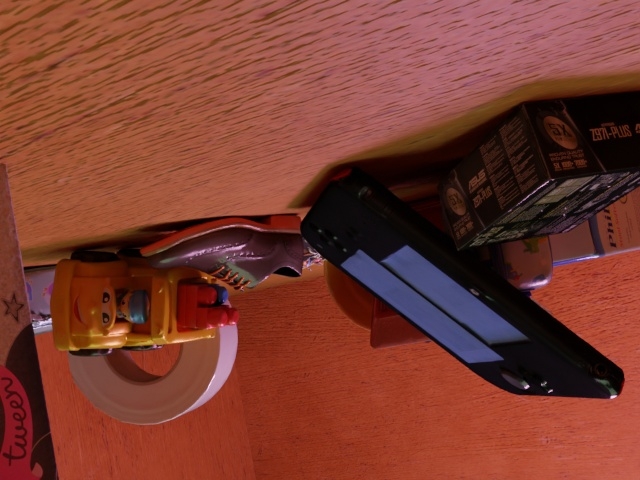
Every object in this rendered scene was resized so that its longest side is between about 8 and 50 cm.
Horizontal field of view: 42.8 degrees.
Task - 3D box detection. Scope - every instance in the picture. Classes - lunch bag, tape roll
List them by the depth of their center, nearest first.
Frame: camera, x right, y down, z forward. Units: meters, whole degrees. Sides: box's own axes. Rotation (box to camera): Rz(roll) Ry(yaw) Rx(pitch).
[{"bbox_3d":[0.217,-0.011,1.038,0.090,0.176,0.219,-11,176,-4],"label":"lunch bag"},{"bbox_3d":[-0.522,0.116,1.289,0.279,0.108,0.224,-15,174,38],"label":"lunch bag"},{"bbox_3d":[-0.293,0.173,1.424,0.286,0.286,0.100,-12,176,10],"label":"tape roll"}]

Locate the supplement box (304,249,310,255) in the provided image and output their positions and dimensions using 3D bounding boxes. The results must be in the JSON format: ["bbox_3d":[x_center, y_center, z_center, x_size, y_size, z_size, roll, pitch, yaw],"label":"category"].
[{"bbox_3d":[0.000,0.000,1.489,0.083,0.043,0.055,-14,176,39],"label":"supplement box"}]

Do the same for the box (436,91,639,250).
[{"bbox_3d":[0.224,-0.065,0.804,0.147,0.078,0.180,-9,162,-21],"label":"box"}]

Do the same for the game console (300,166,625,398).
[{"bbox_3d":[0.147,0.068,1.013,0.060,0.386,0.342,-53,-179,-8],"label":"game console"}]

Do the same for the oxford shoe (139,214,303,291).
[{"bbox_3d":[-0.122,0.023,1.134,0.271,0.099,0.096,-7,174,-42],"label":"oxford shoe"}]

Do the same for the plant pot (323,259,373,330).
[{"bbox_3d":[0.142,0.045,1.563,0.205,0.205,0.188,-15,-171,43],"label":"plant pot"}]

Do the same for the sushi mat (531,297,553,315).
[{"bbox_3d":[0.279,0.067,1.461,0.019,0.316,0.151,-56,172,30],"label":"sushi mat"}]

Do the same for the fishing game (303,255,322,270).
[{"bbox_3d":[0.006,0.032,1.686,0.189,0.041,0.264,-26,174,-4],"label":"fishing game"}]

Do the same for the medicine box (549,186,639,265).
[{"bbox_3d":[0.397,-0.030,1.406,0.263,0.149,0.289,-15,174,41],"label":"medicine box"}]

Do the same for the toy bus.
[{"bbox_3d":[-0.233,0.091,1.149,0.211,0.150,0.220,3,-179,29],"label":"toy bus"}]

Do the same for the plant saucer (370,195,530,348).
[{"bbox_3d":[0.189,0.025,1.261,0.258,0.259,0.048,-14,143,29],"label":"plant saucer"}]

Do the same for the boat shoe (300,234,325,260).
[{"bbox_3d":[0.000,0.001,1.363,0.206,0.065,0.075,-13,175,29],"label":"boat shoe"}]

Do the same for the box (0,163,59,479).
[{"bbox_3d":[-0.289,0.081,0.540,0.142,0.247,0.163,-13,175,40],"label":"box"}]
